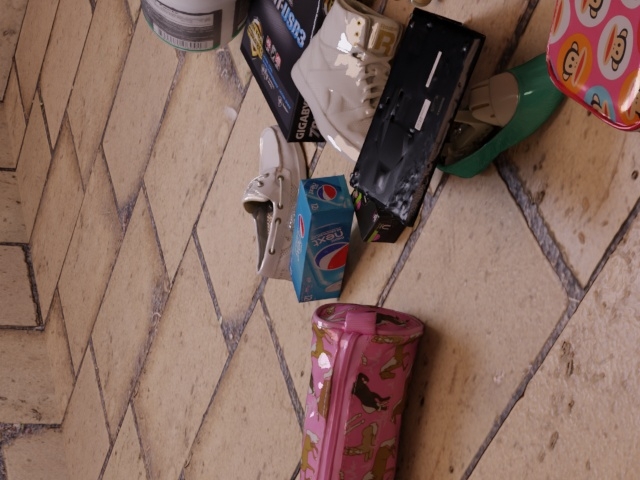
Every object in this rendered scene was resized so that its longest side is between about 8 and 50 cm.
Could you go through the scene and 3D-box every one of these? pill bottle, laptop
[{"bbox_3d":[-0.209,-0.461,2.331,0.361,0.204,0.204,124,146,-79],"label":"pill bottle"},{"bbox_3d":[0.141,-0.150,1.687,0.264,0.137,0.234,39,112,59],"label":"laptop"}]

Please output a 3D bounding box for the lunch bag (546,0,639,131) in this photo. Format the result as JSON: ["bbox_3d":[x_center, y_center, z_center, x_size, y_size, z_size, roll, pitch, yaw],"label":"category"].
[{"bbox_3d":[0.323,-0.264,1.364,0.258,0.120,0.293,-129,48,-57],"label":"lunch bag"}]

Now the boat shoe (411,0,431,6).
[{"bbox_3d":[0.139,-0.351,1.860,0.190,0.068,0.072,-155,58,-74],"label":"boat shoe"}]

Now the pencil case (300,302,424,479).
[{"bbox_3d":[0.038,0.271,1.862,0.167,0.160,0.386,-152,69,-64],"label":"pencil case"}]

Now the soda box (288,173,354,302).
[{"bbox_3d":[0.000,0.000,2.030,0.210,0.067,0.071,98,160,-51],"label":"soda box"}]

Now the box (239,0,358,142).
[{"bbox_3d":[-0.036,-0.354,2.191,0.295,0.073,0.293,-115,30,-46],"label":"box"}]

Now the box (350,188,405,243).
[{"bbox_3d":[0.083,-0.047,1.935,0.062,0.052,0.083,122,143,-48],"label":"box"}]

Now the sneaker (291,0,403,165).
[{"bbox_3d":[0.065,-0.226,1.937,0.169,0.108,0.292,-60,44,29],"label":"sneaker"}]

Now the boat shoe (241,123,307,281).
[{"bbox_3d":[-0.079,-0.069,2.237,0.098,0.096,0.277,133,135,-55],"label":"boat shoe"}]

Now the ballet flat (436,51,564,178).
[{"bbox_3d":[0.201,-0.146,1.652,0.247,0.087,0.083,134,134,-54],"label":"ballet flat"}]
